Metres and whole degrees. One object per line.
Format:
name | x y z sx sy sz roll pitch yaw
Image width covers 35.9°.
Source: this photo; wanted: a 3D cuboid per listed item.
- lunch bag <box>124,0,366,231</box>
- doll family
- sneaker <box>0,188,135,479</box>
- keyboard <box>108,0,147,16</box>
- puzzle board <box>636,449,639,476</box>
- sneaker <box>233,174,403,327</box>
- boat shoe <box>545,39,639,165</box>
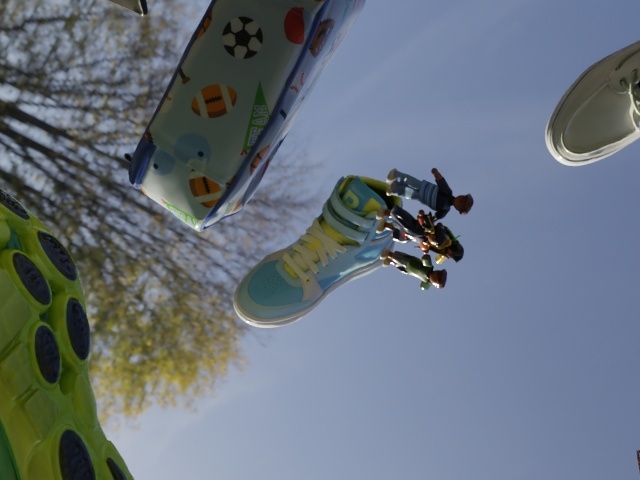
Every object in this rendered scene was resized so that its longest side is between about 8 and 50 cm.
lunch bag | -0.068 -0.153 0.977 0.303 0.115 0.243 -57 179 13
doll family | 0.137 -0.014 1.266 0.111 0.193 0.076 24 -117 26
sneaker | -0.201 0.110 0.618 0.123 0.109 0.296 -11 -83 22
keyboard | -0.283 -0.345 1.194 0.192 0.100 0.038 27 -118 21
puzzle board | 0.415 0.271 1.074 0.128 0.011 0.096 -12 -101 27
sneaker | 0.000 0.000 1.573 0.127 0.319 0.208 46 -31 21
boat shoe | 0.305 -0.151 0.920 0.226 0.083 0.076 -42 -176 17
